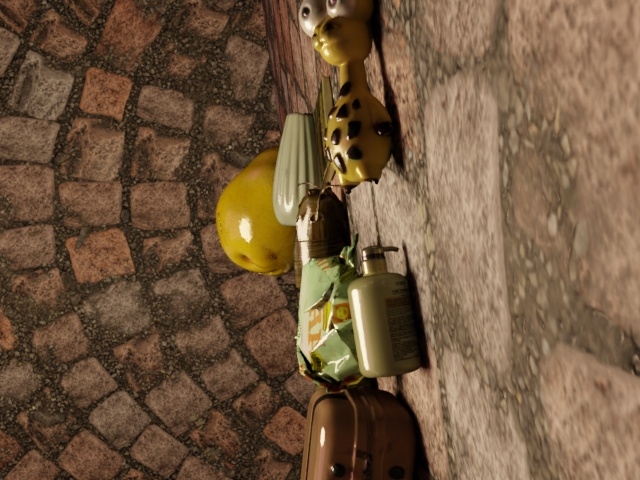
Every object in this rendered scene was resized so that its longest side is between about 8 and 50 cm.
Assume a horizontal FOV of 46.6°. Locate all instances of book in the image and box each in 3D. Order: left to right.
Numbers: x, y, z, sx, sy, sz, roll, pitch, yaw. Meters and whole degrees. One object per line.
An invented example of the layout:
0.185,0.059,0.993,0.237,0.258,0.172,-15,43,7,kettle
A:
0.010,-0.213,1.484,0.228,0.024,0.160,116,147,-82,book

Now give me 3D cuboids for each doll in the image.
0.035,-0.205,0.909,0.117,0.086,0.291,-12,83,45,doll

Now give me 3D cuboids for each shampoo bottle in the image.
0.076,0.087,0.931,0.079,0.079,0.162,128,133,-83,shampoo bottle

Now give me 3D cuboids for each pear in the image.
-0.108,-0.079,1.838,0.336,0.285,0.285,-62,2,-6,pear

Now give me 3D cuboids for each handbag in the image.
0.044,0.366,1.131,0.283,0.149,0.301,-112,25,-81,handbag

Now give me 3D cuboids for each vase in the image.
-0.042,-0.158,1.646,0.128,0.128,0.248,-136,47,-81,vase

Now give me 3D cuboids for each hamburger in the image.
0.036,0.107,1.141,0.214,0.125,0.235,-158,87,-73,hamburger

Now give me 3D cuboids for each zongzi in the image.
0.000,0.000,1.515,0.241,0.111,0.247,-101,9,-82,zongzi

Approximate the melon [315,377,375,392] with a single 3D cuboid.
0.047,0.286,1.388,0.167,0.114,0.114,111,150,-80,melon
